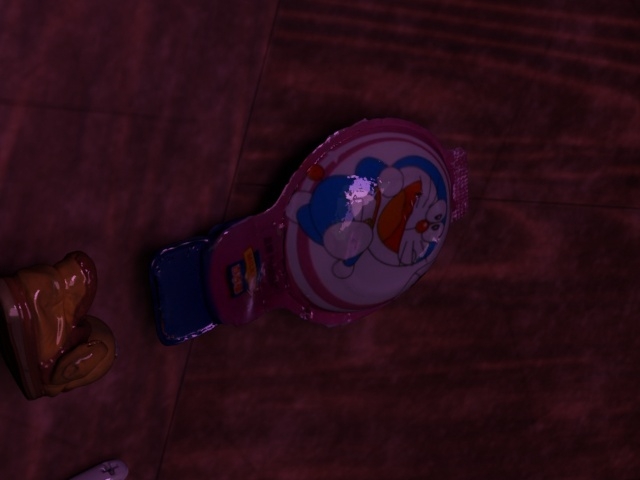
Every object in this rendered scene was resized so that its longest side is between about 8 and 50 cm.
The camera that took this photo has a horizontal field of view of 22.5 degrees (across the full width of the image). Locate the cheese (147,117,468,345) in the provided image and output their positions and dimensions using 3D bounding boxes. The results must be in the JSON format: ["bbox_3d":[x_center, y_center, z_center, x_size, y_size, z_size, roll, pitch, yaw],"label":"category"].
[{"bbox_3d":[0.000,0.000,1.052,0.244,0.062,0.155,-21,126,-25],"label":"cheese"}]

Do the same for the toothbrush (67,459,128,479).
[{"bbox_3d":[-0.238,0.202,1.014,0.263,0.022,0.026,-24,137,-24],"label":"toothbrush"}]

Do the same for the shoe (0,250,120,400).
[{"bbox_3d":[-0.157,0.054,0.960,0.069,0.072,0.109,-28,127,-15],"label":"shoe"}]
